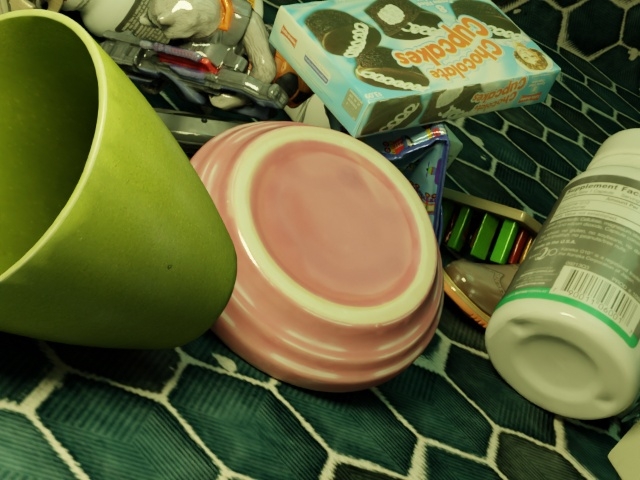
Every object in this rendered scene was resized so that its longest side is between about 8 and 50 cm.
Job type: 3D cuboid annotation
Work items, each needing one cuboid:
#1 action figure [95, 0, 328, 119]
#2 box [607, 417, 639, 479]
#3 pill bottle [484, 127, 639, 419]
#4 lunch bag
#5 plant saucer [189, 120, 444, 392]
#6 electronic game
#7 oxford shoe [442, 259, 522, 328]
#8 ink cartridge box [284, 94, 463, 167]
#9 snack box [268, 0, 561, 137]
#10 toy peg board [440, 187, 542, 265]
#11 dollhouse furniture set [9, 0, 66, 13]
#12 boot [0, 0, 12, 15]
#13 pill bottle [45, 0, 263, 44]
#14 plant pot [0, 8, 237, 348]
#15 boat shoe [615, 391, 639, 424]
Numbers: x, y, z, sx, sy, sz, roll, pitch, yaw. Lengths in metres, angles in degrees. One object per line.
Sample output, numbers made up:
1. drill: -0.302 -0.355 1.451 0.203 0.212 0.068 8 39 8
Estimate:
1. action figure: -0.152 -0.252 2.011 0.341 0.179 0.330 18 -8 20
2. box: 0.464 0.331 1.905 0.113 0.094 0.275 22 25 -33
3. pill bottle: 0.370 0.035 2.027 0.204 0.204 0.361 35 55 -1
4. lunch bag: 0.094 -0.078 2.048 0.138 0.293 0.221 -11 44 0
5. plant saucer: 0.000 0.000 1.724 0.332 0.084 0.332 15 53 -21
6. electronic game: -0.153 -0.128 1.897 0.229 0.048 0.229 7 6 -1
7. oxford shoe: 0.295 0.060 2.175 0.363 0.133 0.130 13 31 -46
8. ink cartridge box: 0.053 -0.203 2.392 0.207 0.117 0.283 17 27 -41
9. snack box: 0.118 -0.225 1.927 0.322 0.060 0.187 -14 52 -38
10. toy peg board: 0.241 -0.004 2.284 0.161 0.079 0.160 19 -6 32
11. dollhouse furniture set: -0.370 -0.356 1.974 0.129 0.184 0.129 35 20 -1
12. boot: -0.465 -0.234 1.648 0.284 0.138 0.377 10 37 -48
13. pill bottle: -0.230 -0.332 2.172 0.278 0.162 0.162 23 24 -31
14. plant pot: -0.210 -0.017 1.430 0.293 0.275 0.275 36 13 -49
15. boat shoe: 0.441 0.181 2.171 0.103 0.118 0.320 35 13 10
